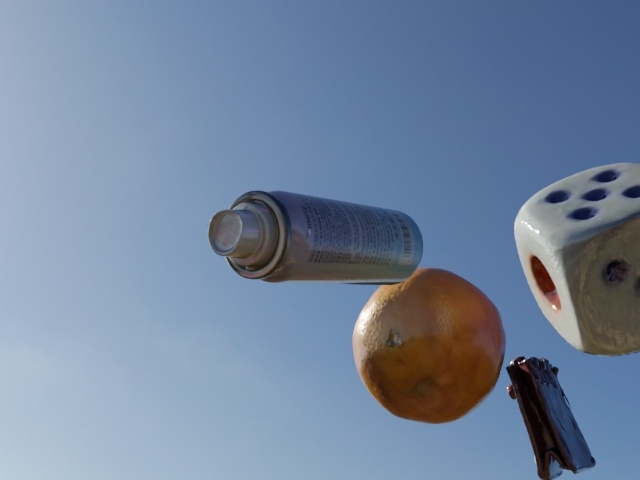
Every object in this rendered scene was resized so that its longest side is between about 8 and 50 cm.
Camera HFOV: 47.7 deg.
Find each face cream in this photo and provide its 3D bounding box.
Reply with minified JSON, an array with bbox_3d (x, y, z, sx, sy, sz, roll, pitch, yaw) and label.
[{"bbox_3d":[0.000,0.000,0.610,0.075,0.075,0.229,-17,-14,35],"label":"face cream"}]

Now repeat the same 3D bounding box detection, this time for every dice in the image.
[{"bbox_3d":[0.378,0.022,0.945,0.191,0.194,0.193,-22,-70,-1],"label":"dice"}]

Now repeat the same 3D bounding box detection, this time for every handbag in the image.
[{"bbox_3d":[0.401,0.312,1.286,0.074,0.216,0.203,-26,-21,21],"label":"handbag"}]

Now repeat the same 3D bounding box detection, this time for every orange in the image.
[{"bbox_3d":[0.182,0.177,1.223,0.261,0.261,0.261,6,-30,3],"label":"orange"}]
